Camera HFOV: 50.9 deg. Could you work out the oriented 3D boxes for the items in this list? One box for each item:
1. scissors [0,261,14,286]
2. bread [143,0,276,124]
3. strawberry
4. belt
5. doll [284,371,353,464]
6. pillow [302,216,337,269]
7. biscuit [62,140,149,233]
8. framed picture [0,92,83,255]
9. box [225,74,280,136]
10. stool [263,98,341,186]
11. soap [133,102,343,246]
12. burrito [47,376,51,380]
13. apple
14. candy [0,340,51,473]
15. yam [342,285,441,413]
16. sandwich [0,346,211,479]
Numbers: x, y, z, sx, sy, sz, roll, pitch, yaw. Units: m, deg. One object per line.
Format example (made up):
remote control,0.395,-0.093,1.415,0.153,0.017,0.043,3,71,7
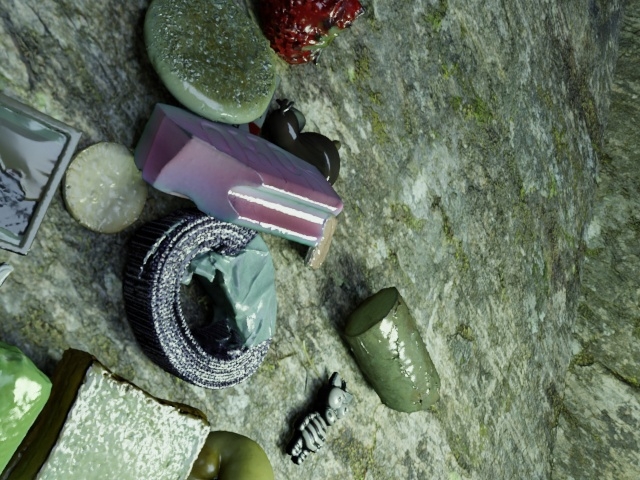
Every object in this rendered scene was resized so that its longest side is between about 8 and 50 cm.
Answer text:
scissors,-0.487,0.110,0.899,0.204,0.027,0.101,-55,134,-29
bread,-0.175,-0.319,1.140,0.266,0.040,0.267,20,59,-38
strawberry,-0.036,-0.441,1.260,0.184,0.187,0.201,-41,95,-12
belt,-0.194,0.101,1.156,0.260,0.122,0.325,-34,118,-36
doll,0.002,0.376,1.433,0.219,0.067,0.091,-50,123,-35
pillow,0.000,0.000,1.319,0.232,0.043,0.126,53,57,-87
biscuit,-0.334,-0.083,1.059,0.152,0.020,0.152,-4,96,-47
framed picture,-0.465,-0.114,0.855,0.265,0.018,0.192,25,75,-27
box,-0.147,-0.256,1.240,0.115,0.035,0.178,36,67,-43
stool,-0.034,-0.177,1.319,0.217,0.125,0.121,62,30,-7
soap,-0.139,-0.111,1.132,0.323,0.193,0.109,15,116,-39
burrito,-0.410,0.227,0.980,0.188,0.045,0.058,-1,84,-46
apple,-0.166,0.430,1.166,0.200,0.200,0.200,-5,97,-48
candy,-0.482,0.280,0.829,0.344,0.131,0.142,-59,149,-17
yam,0.160,0.247,1.524,0.168,0.168,0.304,-51,127,-32
sandwich,-0.315,0.327,0.998,0.273,0.095,0.249,43,64,-43
